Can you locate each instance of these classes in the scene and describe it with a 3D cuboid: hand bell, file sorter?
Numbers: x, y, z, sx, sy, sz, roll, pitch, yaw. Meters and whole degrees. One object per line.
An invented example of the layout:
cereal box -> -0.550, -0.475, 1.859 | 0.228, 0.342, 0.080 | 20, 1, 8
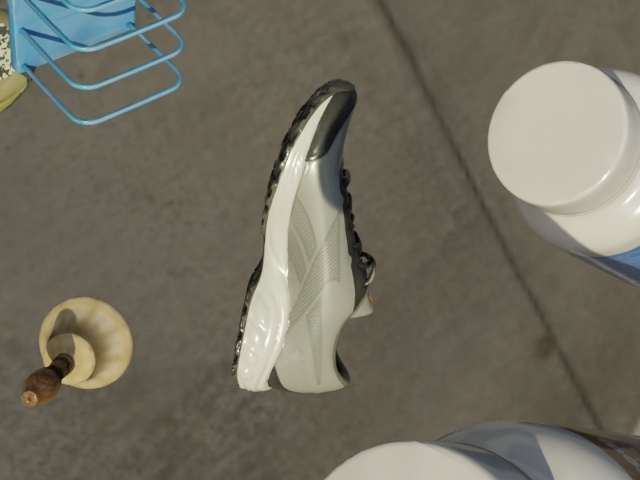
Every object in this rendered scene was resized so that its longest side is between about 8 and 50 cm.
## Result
hand bell -> -0.319, 0.159, 1.716 | 0.242, 0.126, 0.126 | -63, 134, -76
file sorter -> -0.175, -0.195, 1.128 | 0.118, 0.104, 0.170 | -27, 147, -28

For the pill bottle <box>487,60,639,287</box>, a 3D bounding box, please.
pill bottle -> 0.198, -0.042, 0.933 | 0.221, 0.124, 0.124 | 19, 67, -57

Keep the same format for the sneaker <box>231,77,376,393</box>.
sneaker -> 0.000, 0.000, 1.157 | 0.100, 0.108, 0.271 | -80, -179, -74

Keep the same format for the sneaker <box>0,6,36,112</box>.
sneaker -> -0.506, -0.229, 1.525 | 0.182, 0.411, 0.158 | 35, 68, -74

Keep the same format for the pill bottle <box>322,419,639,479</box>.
pill bottle -> 0.111, 0.160, 0.633 | 0.265, 0.153, 0.153 | 15, 71, -50
